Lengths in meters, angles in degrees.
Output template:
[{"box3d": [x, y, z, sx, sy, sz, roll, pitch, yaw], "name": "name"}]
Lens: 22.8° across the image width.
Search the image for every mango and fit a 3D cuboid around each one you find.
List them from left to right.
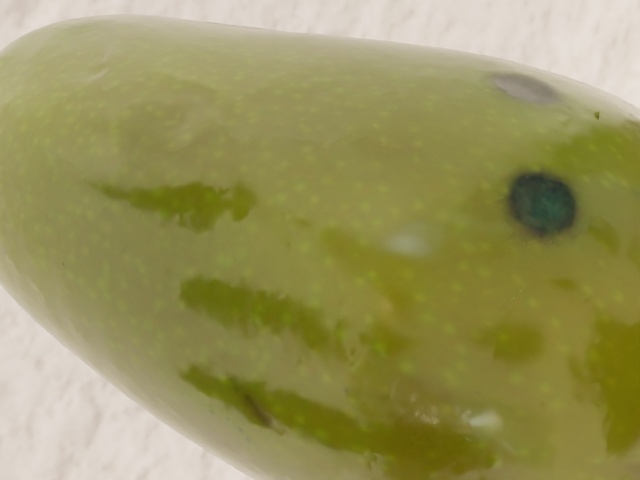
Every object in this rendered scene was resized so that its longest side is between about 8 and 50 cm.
[{"box3d": [0.000, 0.000, 0.499, 0.175, 0.293, 0.143, -11, 119, -57], "name": "mango"}]
